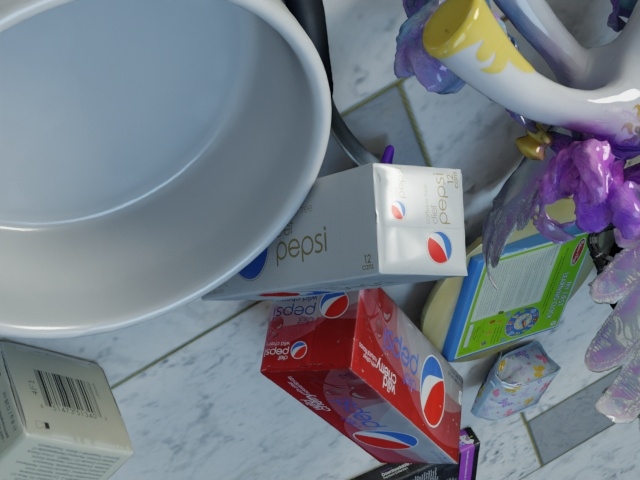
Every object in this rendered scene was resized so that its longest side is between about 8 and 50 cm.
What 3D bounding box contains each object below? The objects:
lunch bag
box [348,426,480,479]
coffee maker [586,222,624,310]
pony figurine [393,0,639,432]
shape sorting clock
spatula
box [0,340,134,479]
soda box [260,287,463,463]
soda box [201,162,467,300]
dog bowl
[{"bbox_3d":[0.202,0.151,1.169,0.083,0.053,0.071,-18,145,-32],"label":"lunch bag"},{"bbox_3d":[0.107,0.286,1.278,0.162,0.029,0.116,-21,142,-15],"label":"box"},{"bbox_3d":[0.320,0.014,1.035,0.171,0.120,0.178,-6,150,1],"label":"coffee maker"},{"bbox_3d":[0.217,-0.096,0.750,0.363,0.303,0.351,34,102,-35],"label":"pony figurine"},{"bbox_3d":[0.180,0.039,1.031,0.206,0.040,0.206,-19,141,-16],"label":"shape sorting clock"},{"bbox_3d":[0.016,-0.083,0.768,0.030,0.084,0.296,4,143,23],"label":"spatula"},{"bbox_3d":[-0.280,0.207,0.864,0.275,0.094,0.113,-44,141,17],"label":"box"},{"bbox_3d":[0.046,0.120,0.970,0.083,0.092,0.263,-5,151,26],"label":"soda box"},{"bbox_3d":[0.000,0.000,0.741,0.073,0.069,0.216,2,172,-35],"label":"soda box"},{"bbox_3d":[-0.133,-0.067,0.638,0.264,0.104,0.265,-19,141,-16],"label":"dog bowl"}]
